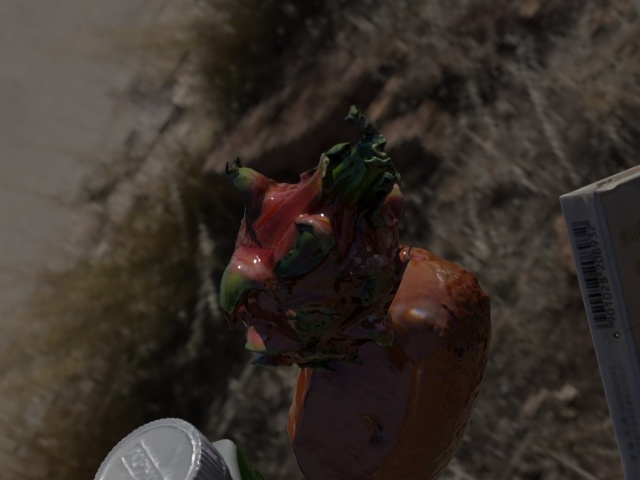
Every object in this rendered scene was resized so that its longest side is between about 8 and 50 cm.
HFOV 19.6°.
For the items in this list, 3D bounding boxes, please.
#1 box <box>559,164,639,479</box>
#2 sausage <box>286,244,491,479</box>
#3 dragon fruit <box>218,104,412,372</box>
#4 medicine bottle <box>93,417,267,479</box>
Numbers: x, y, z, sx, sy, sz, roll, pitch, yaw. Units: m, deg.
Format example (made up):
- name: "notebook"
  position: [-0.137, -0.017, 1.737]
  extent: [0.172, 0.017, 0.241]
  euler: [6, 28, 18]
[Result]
- name: "box"
  position: [0.345, 0.108, 1.785]
  extent: [0.051, 0.204, 0.365]
  euler: [-9, 97, 44]
- name: "sausage"
  position: [0.057, 0.122, 1.572]
  extent: [0.141, 0.153, 0.268]
  euler: [-49, -20, -46]
- name: "dragon fruit"
  position: [-0.004, -0.001, 1.302]
  extent: [0.137, 0.236, 0.135]
  euler: [-1, 48, -2]
- name: "medicine bottle"
  position: [-0.066, 0.207, 1.232]
  extent: [0.088, 0.188, 0.132]
  euler: [-31, 37, 9]
